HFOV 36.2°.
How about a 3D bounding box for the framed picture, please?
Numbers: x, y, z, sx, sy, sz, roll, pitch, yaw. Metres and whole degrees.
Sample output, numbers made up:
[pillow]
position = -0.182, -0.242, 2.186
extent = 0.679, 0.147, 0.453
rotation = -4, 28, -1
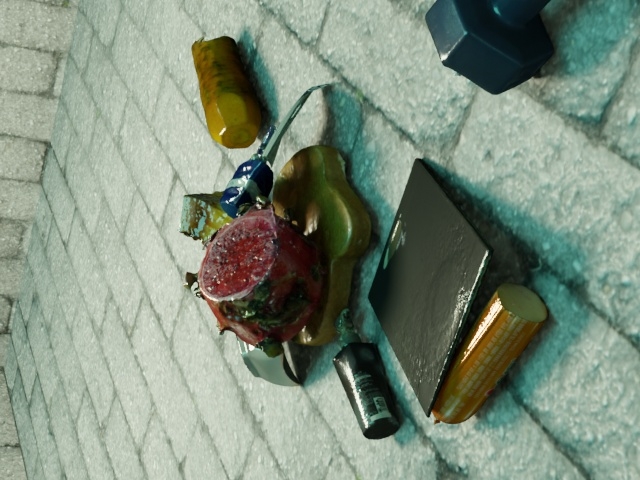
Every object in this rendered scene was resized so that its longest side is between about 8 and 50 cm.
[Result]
[framed picture]
position = 0.140, 0.051, 1.348
extent = 0.324, 0.013, 0.244
rotation = -113, 37, -63

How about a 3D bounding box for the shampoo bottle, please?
[shampoo bottle]
position = 0.063, 0.200, 1.493
extent = 0.064, 0.057, 0.208
rotation = -59, 38, 39

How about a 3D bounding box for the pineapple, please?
[pineapple]
position = -0.175, -0.036, 1.831
extent = 0.236, 0.186, 0.115
rotation = -170, 87, -68

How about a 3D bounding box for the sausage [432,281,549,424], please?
[sausage]
position = 0.200, 0.157, 1.238
extent = 0.234, 0.071, 0.071
rotation = -63, 35, 36

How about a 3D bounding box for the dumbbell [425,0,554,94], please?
[dumbbell]
position = 0.263, -0.316, 1.124
extent = 0.325, 0.160, 0.144
rotation = -48, 17, 48

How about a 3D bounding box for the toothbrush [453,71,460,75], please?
[toothbrush]
position = 0.191, -0.294, 1.387
extent = 0.011, 0.013, 0.132
rotation = -17, 69, 49

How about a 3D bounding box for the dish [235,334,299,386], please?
[dish]
position = -0.108, 0.150, 1.720
extent = 0.151, 0.077, 0.213
rotation = 71, -178, -56

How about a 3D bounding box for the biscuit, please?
[biscuit]
position = 0.002, 0.000, 1.636
extent = 0.287, 0.057, 0.344
rotation = -32, 58, 56

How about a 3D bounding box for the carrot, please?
[carrot]
position = -0.193, -0.310, 1.993
extent = 0.114, 0.114, 0.302
rotation = -59, 36, 38

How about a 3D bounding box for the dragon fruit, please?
[dragon fruit]
position = -0.107, 0.045, 1.571
extent = 0.211, 0.147, 0.282
rotation = -26, 48, 39

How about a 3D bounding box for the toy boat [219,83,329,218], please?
[toy boat]
position = -0.083, -0.148, 1.697
extent = 0.292, 0.070, 0.210
rotation = -59, 5, -36
